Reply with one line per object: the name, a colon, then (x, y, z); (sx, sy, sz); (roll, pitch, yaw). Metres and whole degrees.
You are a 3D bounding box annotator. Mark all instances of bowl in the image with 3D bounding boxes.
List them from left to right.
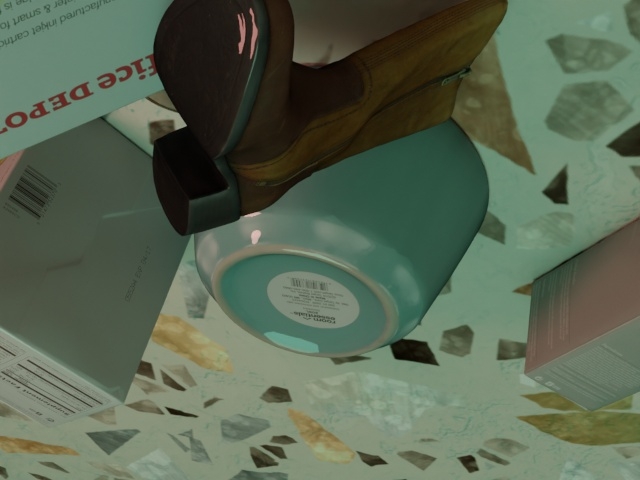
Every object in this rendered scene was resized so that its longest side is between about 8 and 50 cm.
bowl: (0.000, 0.000, 0.873); (0.311, 0.163, 0.311); (11, 143, 8)

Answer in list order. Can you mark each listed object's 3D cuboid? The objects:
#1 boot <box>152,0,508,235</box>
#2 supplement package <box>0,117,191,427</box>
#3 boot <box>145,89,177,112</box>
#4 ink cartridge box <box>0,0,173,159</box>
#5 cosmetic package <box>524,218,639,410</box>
boot: (0.029, -0.117, 0.631); (0.280, 0.096, 0.264); (-24, 156, -23)
supplement package: (-0.273, 0.020, 0.912); (0.145, 0.262, 0.204); (-24, 127, 40)
boot: (-0.143, -0.171, 0.803); (0.118, 0.042, 0.087); (35, 137, -24)
ink cartridge box: (-0.205, -0.228, 0.562); (0.198, 0.197, 0.270); (-26, 141, -11)
cosmetic package: (0.314, 0.062, 0.868); (0.107, 0.127, 0.238); (31, 143, -19)
